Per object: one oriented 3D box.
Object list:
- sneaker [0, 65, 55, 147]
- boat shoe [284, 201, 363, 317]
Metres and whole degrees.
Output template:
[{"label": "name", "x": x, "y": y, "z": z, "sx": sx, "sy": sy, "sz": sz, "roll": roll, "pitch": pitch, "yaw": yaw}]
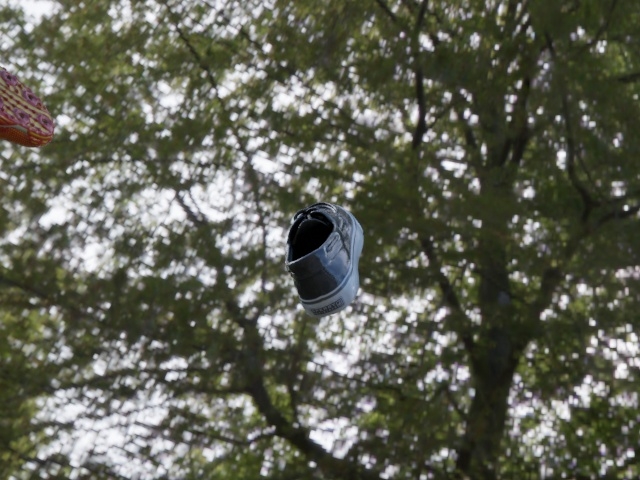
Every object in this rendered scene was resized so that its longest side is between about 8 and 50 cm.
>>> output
[{"label": "sneaker", "x": -0.272, "y": -0.100, "z": 0.653, "sx": 0.175, "sy": 0.064, "sz": 0.067, "roll": 19, "pitch": -54, "yaw": -30}, {"label": "boat shoe", "x": 0.000, "y": 0.000, "z": 0.606, "sx": 0.049, "sy": 0.142, "sz": 0.040, "roll": -26, "pitch": -69, "yaw": 8}]
